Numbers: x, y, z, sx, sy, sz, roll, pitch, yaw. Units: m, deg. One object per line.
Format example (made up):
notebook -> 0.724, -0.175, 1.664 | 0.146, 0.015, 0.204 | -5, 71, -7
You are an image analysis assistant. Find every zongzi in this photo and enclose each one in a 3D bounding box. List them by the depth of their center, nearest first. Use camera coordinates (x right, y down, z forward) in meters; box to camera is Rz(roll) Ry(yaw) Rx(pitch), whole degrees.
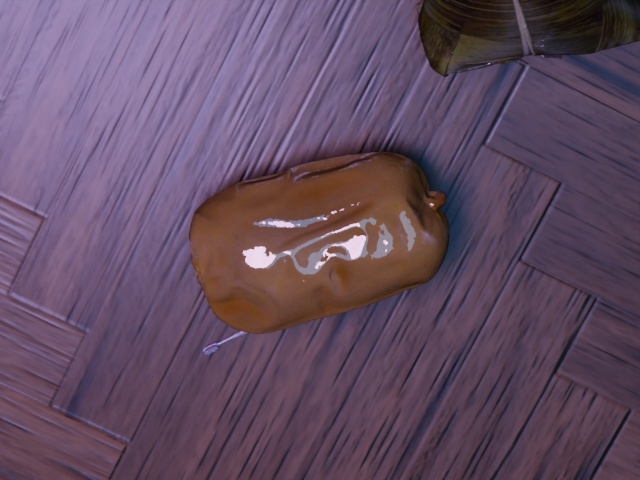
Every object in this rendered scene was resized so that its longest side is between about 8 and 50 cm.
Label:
zongzi -> 0.212, -0.257, 1.688 | 0.241, 0.111, 0.247 | -5, 144, -6

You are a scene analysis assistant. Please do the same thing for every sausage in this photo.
sausage -> 0.000, 0.001, 1.776 | 0.241, 0.120, 0.136 | -13, 115, 1

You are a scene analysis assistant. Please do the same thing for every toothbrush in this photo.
toothbrush -> -0.069, 0.085, 1.851 | 0.097, 0.008, 0.006 | -27, 116, 4
